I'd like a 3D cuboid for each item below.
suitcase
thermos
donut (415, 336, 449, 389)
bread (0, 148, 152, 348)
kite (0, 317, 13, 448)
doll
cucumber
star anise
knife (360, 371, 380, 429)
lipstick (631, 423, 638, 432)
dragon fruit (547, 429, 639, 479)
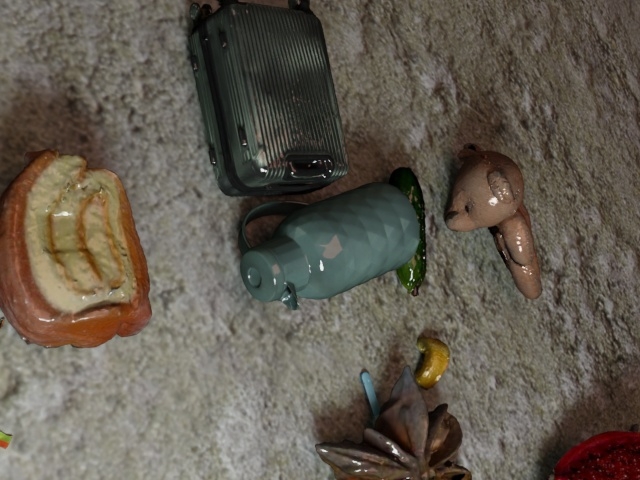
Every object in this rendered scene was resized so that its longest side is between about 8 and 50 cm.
[{"bbox_3d":[-0.079,-0.219,1.251,0.202,0.128,0.312,-5,79,-40],"label":"suitcase"},{"bbox_3d":[0.000,0.000,1.243,0.286,0.145,0.182,-19,56,-40],"label":"thermos"},{"bbox_3d":[0.179,0.202,1.387,0.038,0.067,0.083,34,88,-34],"label":"donut"},{"bbox_3d":[-0.305,0.008,0.995,0.190,0.123,0.244,-12,82,-40],"label":"bread"},{"bbox_3d":[-0.420,0.180,0.914,0.183,0.014,0.241,35,55,-27],"label":"kite"},{"bbox_3d":[0.315,-0.018,1.526,0.201,0.156,0.303,-102,171,-66],"label":"doll"},{"bbox_3d":[0.149,-0.016,1.416,0.069,0.069,0.228,5,76,-38],"label":"cucumber"},{"bbox_3d":[0.115,0.345,1.234,0.315,0.108,0.316,9,73,-31],"label":"star anise"},{"bbox_3d":[0.081,0.253,1.303,0.027,0.010,0.096,-12,81,-37],"label":"knife"},{"bbox_3d":[0.633,0.412,1.692,0.025,0.025,0.107,56,43,-11],"label":"lipstick"},{"bbox_3d":[0.553,0.529,1.411,0.386,0.370,0.249,-48,142,-39],"label":"dragon fruit"}]
